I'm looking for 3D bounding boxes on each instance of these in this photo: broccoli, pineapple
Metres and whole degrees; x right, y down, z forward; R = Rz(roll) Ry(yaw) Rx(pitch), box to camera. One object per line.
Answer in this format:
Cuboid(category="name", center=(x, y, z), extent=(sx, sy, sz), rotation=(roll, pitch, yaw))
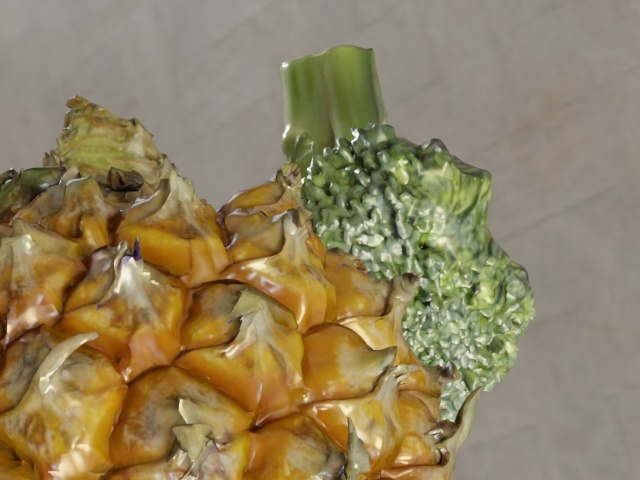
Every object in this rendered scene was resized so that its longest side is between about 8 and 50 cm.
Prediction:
Cuboid(category="broccoli", center=(-0.013, 0.018, 1.405), extent=(0.302, 0.249, 0.375), rotation=(62, 163, 11))
Cuboid(category="pineapple", center=(-0.047, 0.029, 0.453), extent=(0.176, 0.161, 0.137), rotation=(129, 140, -62))
